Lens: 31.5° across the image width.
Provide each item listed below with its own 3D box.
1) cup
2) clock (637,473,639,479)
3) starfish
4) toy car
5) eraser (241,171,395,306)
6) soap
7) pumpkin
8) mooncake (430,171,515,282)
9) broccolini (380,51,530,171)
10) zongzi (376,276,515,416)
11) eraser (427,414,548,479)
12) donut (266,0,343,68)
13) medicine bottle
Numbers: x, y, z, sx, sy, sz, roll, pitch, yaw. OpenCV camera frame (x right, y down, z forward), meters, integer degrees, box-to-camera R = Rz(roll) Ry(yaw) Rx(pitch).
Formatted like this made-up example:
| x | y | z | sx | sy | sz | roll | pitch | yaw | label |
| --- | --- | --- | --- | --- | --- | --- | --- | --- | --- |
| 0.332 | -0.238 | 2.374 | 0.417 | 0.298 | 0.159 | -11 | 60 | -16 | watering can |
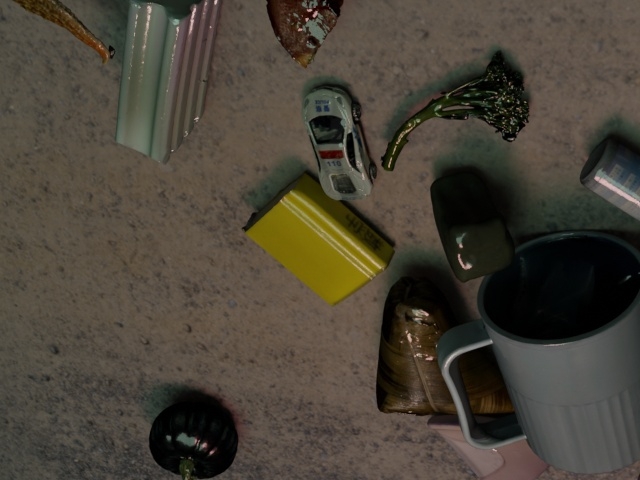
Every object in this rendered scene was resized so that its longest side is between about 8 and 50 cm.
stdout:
| x | y | z | sx | sy | sz | roll | pitch | yaw | label |
| --- | --- | --- | --- | --- | --- | --- | --- | --- | --- |
| 0.384 | 0.203 | 1.790 | 0.257 | 0.331 | 0.311 | 32 | 151 | 50 | cup |
| 0.665 | 0.413 | 1.837 | 0.295 | 0.322 | 0.113 | 3 | 124 | 21 | clock |
| -0.472 | -0.450 | 1.719 | 0.384 | 0.132 | 0.398 | 28 | 131 | 12 | starfish |
| 0.026 | -0.152 | 1.823 | 0.095 | 0.056 | 0.205 | 1 | 128 | 25 | toy car |
| 0.000 | 0.000 | 1.951 | 0.226 | 0.069 | 0.158 | 41 | 131 | -13 | eraser |
| -0.236 | -0.274 | 1.753 | 0.095 | 0.173 | 0.289 | 22 | 133 | 6 | soap |
| -0.266 | 0.418 | 2.373 | 0.194 | 0.150 | 0.194 | 4 | 108 | 13 | pumpkin |
| 0.232 | -0.025 | 1.765 | 0.104 | 0.175 | 0.168 | -21 | 161 | 6 | mooncake |
| 0.207 | -0.167 | 1.727 | 0.271 | 0.062 | 0.123 | -34 | 94 | 34 | broccolini |
| 0.245 | 0.197 | 1.972 | 0.288 | 0.134 | 0.286 | 9 | 132 | 8 | zongzi |
| 0.347 | 0.384 | 2.116 | 0.243 | 0.059 | 0.204 | -20 | 117 | 46 | eraser |
| -0.004 | -0.400 | 1.592 | 0.151 | 0.112 | 0.295 | 33 | 132 | -2 | donut |
| 0.486 | -0.065 | 1.675 | 0.203 | 0.083 | 0.083 | 33 | 133 | -5 | medicine bottle |
